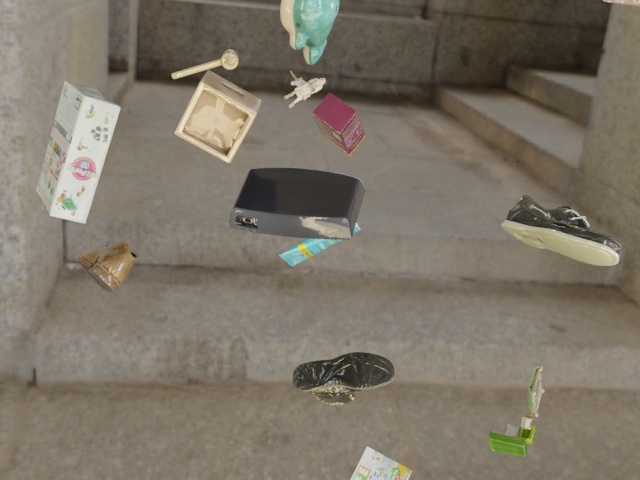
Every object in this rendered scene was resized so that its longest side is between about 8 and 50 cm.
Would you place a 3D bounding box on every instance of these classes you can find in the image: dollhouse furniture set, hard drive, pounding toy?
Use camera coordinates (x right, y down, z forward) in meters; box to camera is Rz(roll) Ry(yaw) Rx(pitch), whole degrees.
[{"bbox_3d":[0.327,0.282,1.300,0.058,0.076,0.152,7,49,25],"label":"dollhouse furniture set"},{"bbox_3d":[-0.047,-0.081,1.589,0.254,0.054,0.172,6,45,13],"label":"hard drive"},{"bbox_3d":[-0.210,-0.295,1.572,0.181,0.206,0.094,28,27,-10],"label":"pounding toy"}]

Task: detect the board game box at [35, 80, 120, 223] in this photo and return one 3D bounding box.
[{"bbox_3d":[-0.613,-0.225,1.964,0.097,0.304,0.224,14,13,-32],"label":"board game box"}]

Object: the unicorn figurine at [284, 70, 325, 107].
[{"bbox_3d":[-0.045,-0.395,2.044,0.161,0.060,0.111,7,40,42],"label":"unicorn figurine"}]

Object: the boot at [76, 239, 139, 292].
[{"bbox_3d":[-0.537,0.057,1.992,0.115,0.112,0.305,-48,23,-18],"label":"boot"}]

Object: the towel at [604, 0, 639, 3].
[{"bbox_3d":[0.681,-0.409,1.327,0.316,0.054,0.332,6,19,-3],"label":"towel"}]

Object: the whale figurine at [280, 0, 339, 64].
[{"bbox_3d":[-0.012,-0.600,2.134,0.141,0.272,0.216,12,61,19],"label":"whale figurine"}]

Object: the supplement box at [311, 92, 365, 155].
[{"bbox_3d":[0.054,-0.325,2.209,0.104,0.081,0.188,38,-4,16],"label":"supplement box"}]

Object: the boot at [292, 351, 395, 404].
[{"bbox_3d":[0.070,0.329,1.840,0.236,0.085,0.179,-8,-25,13],"label":"boot"}]

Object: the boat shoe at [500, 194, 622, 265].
[{"bbox_3d":[0.387,-0.021,1.250,0.084,0.079,0.233,39,-6,-31],"label":"boat shoe"}]

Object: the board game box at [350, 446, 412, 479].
[{"bbox_3d":[0.104,0.506,1.564,0.103,0.026,0.154,26,67,9],"label":"board game box"}]

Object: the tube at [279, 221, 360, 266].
[{"bbox_3d":[0.000,0.000,1.967,0.207,0.080,0.052,-30,54,9],"label":"tube"}]
